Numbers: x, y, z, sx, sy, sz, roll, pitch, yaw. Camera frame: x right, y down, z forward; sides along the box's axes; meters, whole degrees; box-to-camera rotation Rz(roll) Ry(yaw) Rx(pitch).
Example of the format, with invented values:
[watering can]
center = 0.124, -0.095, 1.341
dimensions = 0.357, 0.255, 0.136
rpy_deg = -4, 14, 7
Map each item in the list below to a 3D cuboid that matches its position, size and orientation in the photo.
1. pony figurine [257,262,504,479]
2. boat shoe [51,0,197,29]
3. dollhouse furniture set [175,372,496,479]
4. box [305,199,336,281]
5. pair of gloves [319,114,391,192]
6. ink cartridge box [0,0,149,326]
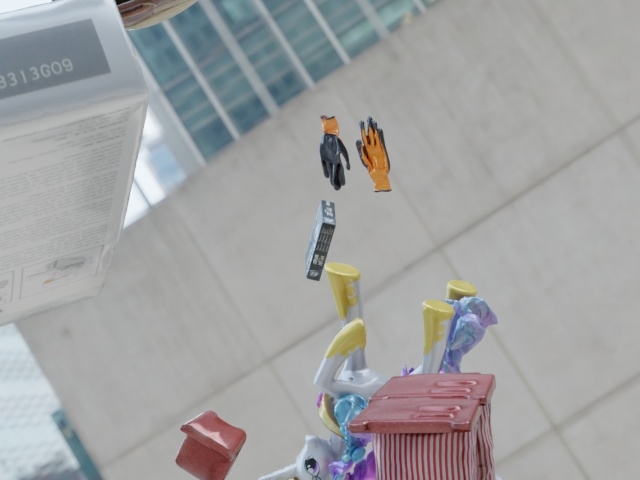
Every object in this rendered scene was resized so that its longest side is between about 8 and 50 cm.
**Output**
[pony figurine]
center = 0.113, 0.231, 2.232
dimensions = 0.351, 0.303, 0.363
rpy_deg = 8, -68, -20
[boat shoe]
center = -0.122, -0.289, 1.503
dimensions = 0.342, 0.123, 0.123
rpy_deg = -22, 1, 35
[dollhouse furniture set]
center = -0.007, 0.251, 1.560
dimensions = 0.374, 0.201, 0.152
rpy_deg = -5, 11, 19
[box]
center = 0.000, 0.000, 2.023
dimensions = 0.067, 0.018, 0.083
rpy_deg = -92, 17, -63
[pair of gloves]
center = 0.031, -0.081, 1.509
dimensions = 0.083, 0.074, 0.010
rpy_deg = 6, 23, 41
[ink cartridge box]
center = -0.294, -0.017, 1.135
dimensions = 0.308, 0.091, 0.385
rpy_deg = -17, -17, -18
